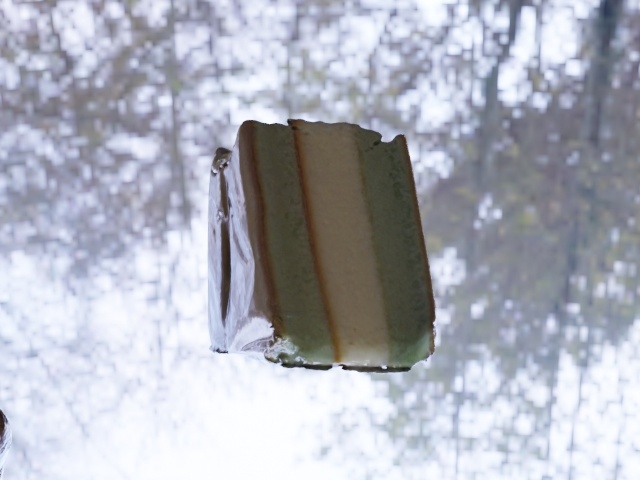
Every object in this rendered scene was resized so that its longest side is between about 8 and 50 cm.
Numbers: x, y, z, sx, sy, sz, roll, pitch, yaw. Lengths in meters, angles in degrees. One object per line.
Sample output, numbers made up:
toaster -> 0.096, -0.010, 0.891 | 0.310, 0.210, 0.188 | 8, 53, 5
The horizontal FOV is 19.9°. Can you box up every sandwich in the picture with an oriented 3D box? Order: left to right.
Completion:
sandwich -> 0.001, 0.000, 1.490 | 0.155, 0.198, 0.227 | 2, 180, -17

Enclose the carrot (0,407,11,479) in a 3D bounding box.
carrot -> -0.192, 0.131, 1.000 | 0.035, 0.165, 0.036 | 7, -123, -11
